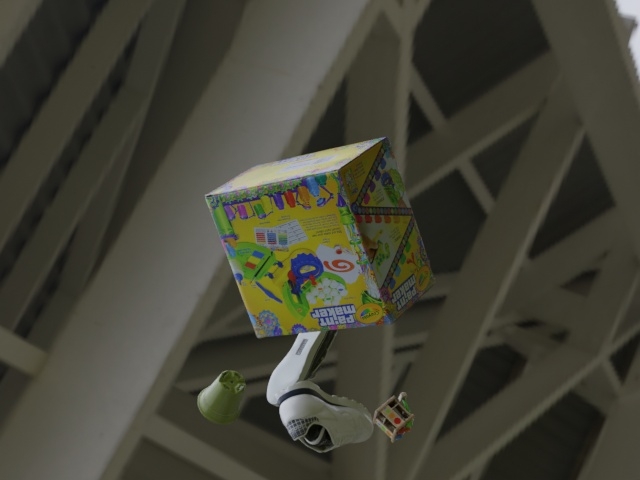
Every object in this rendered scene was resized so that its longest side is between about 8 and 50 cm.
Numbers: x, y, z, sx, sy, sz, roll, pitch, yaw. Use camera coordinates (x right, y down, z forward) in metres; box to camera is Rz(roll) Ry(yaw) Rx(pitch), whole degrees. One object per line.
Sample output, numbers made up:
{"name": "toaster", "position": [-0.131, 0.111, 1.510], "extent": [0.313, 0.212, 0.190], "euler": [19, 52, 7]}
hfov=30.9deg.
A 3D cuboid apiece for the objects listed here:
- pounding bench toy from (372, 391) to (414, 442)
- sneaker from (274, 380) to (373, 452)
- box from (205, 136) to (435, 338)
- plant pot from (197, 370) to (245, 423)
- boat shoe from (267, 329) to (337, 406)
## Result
{"name": "pounding bench toy", "position": [0.155, 0.340, 2.247], "extent": [0.083, 0.065, 0.052], "euler": [-36, -25, -27]}
{"name": "sneaker", "position": [0.012, 0.310, 1.916], "extent": [0.090, 0.094, 0.235], "euler": [-37, -38, 22]}
{"name": "box", "position": [0.000, 0.000, 2.006], "extent": [0.177, 0.290, 0.279], "euler": [-37, -67, -52]}
{"name": "plant pot", "position": [-0.172, 0.279, 2.114], "extent": [0.083, 0.083, 0.079], "euler": [-31, -21, -45]}
{"name": "boat shoe", "position": [-0.031, 0.258, 2.422], "extent": [0.070, 0.078, 0.219], "euler": [45, -110, -38]}
